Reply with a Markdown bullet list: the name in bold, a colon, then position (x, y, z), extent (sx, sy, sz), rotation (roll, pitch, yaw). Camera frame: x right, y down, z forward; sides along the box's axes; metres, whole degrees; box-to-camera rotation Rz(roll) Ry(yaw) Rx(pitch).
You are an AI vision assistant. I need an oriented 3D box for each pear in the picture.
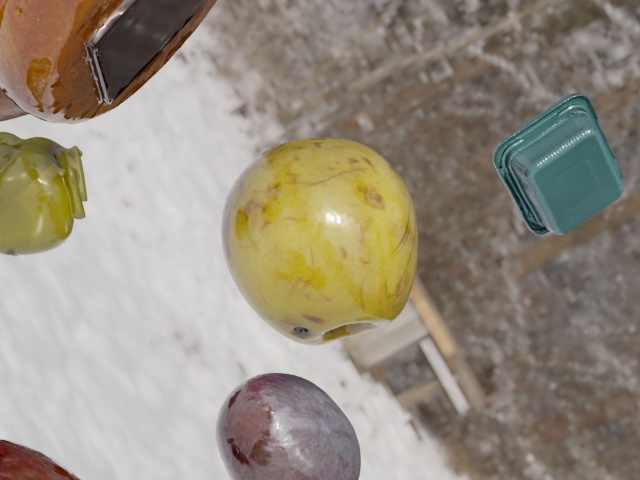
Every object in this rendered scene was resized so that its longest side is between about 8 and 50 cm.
- **pear**: position (0.000, 0.000, 2.121), extent (0.281, 0.280, 0.281), rotation (60, -3, 6)

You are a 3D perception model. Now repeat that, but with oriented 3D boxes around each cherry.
- **cherry**: position (-0.038, 0.220, 1.731), extent (0.176, 0.140, 0.176), rotation (44, 15, -15)

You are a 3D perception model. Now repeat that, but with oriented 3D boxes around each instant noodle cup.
- **instant noodle cup**: position (0.333, -0.091, 2.208), extent (0.179, 0.157, 0.070), rotation (57, -1, -38)

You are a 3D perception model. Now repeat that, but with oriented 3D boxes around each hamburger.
- **hamburger**: position (-0.189, -0.241, 1.178), extent (0.225, 0.291, 0.291), rotation (40, -8, 11)

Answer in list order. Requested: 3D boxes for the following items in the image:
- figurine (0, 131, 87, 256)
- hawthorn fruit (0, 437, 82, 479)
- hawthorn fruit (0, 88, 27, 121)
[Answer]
- **figurine**: position (-0.465, -0.060, 2.110), extent (0.218, 0.326, 0.169), rotation (-110, -153, -76)
- **hawthorn fruit**: position (-0.315, 0.329, 1.272), extent (0.403, 0.402, 0.403), rotation (60, -3, 6)
- **hawthorn fruit**: position (-0.384, -0.252, 1.779), extent (0.263, 0.231, 0.235), rotation (28, 19, -53)
